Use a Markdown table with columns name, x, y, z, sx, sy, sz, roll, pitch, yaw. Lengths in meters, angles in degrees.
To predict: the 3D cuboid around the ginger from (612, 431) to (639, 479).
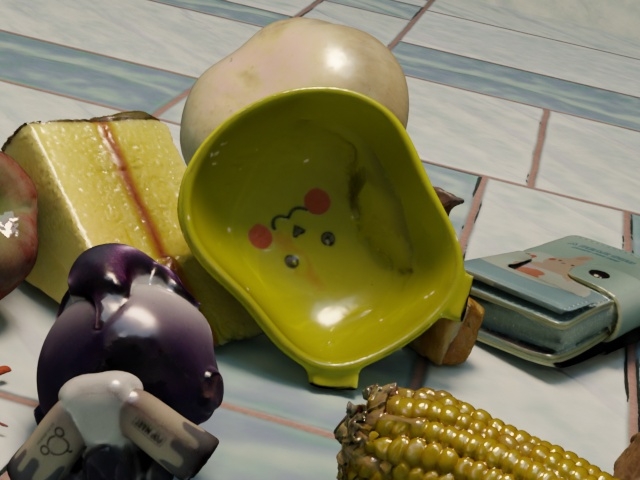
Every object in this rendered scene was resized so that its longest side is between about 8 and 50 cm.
| name | x | y | z | sx | sy | sz | roll | pitch | yaw |
| --- | --- | --- | --- | --- | --- | --- | --- | --- | --- |
| ginger | 0.307 | 0.119 | 0.960 | 0.084 | 0.290 | 0.122 | 48 | -9 | -31 |

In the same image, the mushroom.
| name | x | y | z | sx | sy | sz | roll | pitch | yaw |
| --- | --- | --- | --- | --- | --- | --- | --- | --- | --- |
| mushroom | -0.020 | -0.118 | 1.460 | 0.260 | 0.254 | 0.234 | 0 | -29 | 26 |

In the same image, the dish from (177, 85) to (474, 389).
| name | x | y | z | sx | sy | sz | roll | pitch | yaw |
| --- | --- | --- | --- | --- | --- | --- | --- | --- | --- |
| dish | 0.000 | 0.000 | 1.162 | 0.221 | 0.262 | 0.108 | -33 | -5 | -13 |

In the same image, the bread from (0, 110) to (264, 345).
| name | x | y | z | sx | sy | sz | roll | pitch | yaw |
| --- | --- | --- | --- | --- | --- | --- | --- | --- | --- |
| bread | -0.197 | 0.027 | 1.194 | 0.167 | 0.163 | 0.264 | -5 | 58 | -45 |

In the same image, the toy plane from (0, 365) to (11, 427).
| name | x | y | z | sx | sy | sz | roll | pitch | yaw |
| --- | --- | --- | --- | --- | --- | --- | --- | --- | --- |
| toy plane | -0.299 | 0.071 | 0.989 | 0.126 | 0.077 | 0.194 | 7 | 15 | -15 |

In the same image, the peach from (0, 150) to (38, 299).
| name | x | y | z | sx | sy | sz | roll | pitch | yaw |
| --- | --- | --- | --- | --- | --- | --- | --- | --- | --- |
| peach | -0.319 | -0.009 | 1.084 | 0.152 | 0.152 | 0.152 | 10 | 21 | -4 |

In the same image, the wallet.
| name | x | y | z | sx | sy | sz | roll | pitch | yaw |
| --- | --- | --- | --- | --- | --- | --- | --- | --- | --- |
| wallet | 0.245 | 0.056 | 1.311 | 0.176 | 0.075 | 0.250 | 21 | 22 | 38 |

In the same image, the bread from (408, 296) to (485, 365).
| name | x | y | z | sx | sy | sz | roll | pitch | yaw |
| --- | --- | --- | --- | --- | --- | --- | --- | --- | --- |
| bread | 0.100 | 0.063 | 1.214 | 0.053 | 0.074 | 0.132 | 11 | 21 | -32 |

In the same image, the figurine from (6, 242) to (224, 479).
| name | x | y | z | sx | sy | sz | roll | pitch | yaw |
| --- | --- | --- | --- | --- | --- | --- | --- | --- | --- |
| figurine | -0.149 | 0.091 | 0.929 | 0.145 | 0.145 | 0.222 | 9 | 23 | -6 |

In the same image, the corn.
| name | x | y | z | sx | sy | sz | roll | pitch | yaw |
| --- | --- | --- | --- | --- | --- | --- | --- | --- | --- |
| corn | 0.146 | 0.188 | 0.868 | 0.317 | 0.115 | 0.115 | 22 | 23 | 23 |

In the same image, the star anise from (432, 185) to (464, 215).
| name | x | y | z | sx | sy | sz | roll | pitch | yaw |
| --- | --- | --- | --- | --- | --- | --- | --- | --- | --- |
| star anise | 0.080 | -0.039 | 1.383 | 0.218 | 0.148 | 0.227 | 49 | 13 | -34 |
